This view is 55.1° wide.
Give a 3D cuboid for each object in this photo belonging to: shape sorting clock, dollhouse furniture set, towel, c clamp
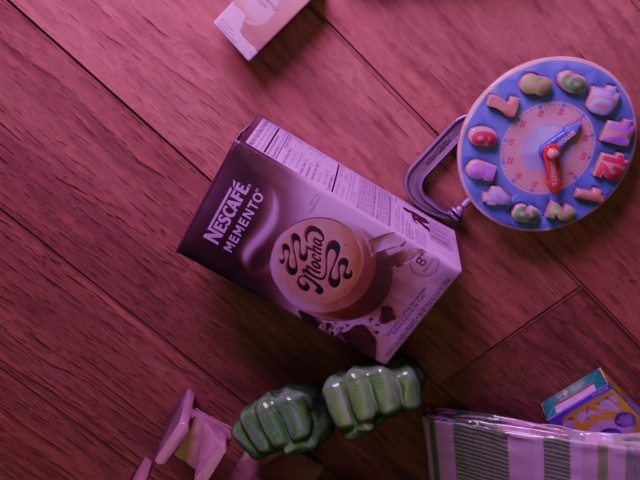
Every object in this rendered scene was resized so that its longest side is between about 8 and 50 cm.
[{"bbox_3d":[0.260,-0.105,0.704,0.206,0.040,0.206,-2,115,-5],"label":"shape sorting clock"},{"bbox_3d":[-0.156,0.476,0.995,0.362,0.256,0.394,33,94,-10],"label":"dollhouse furniture set"},{"bbox_3d":[0.319,0.360,0.902,0.324,0.038,0.248,1,116,21],"label":"towel"},{"bbox_3d":[0.189,-0.081,0.750,0.137,0.022,0.160,43,113,-14],"label":"c clamp"}]

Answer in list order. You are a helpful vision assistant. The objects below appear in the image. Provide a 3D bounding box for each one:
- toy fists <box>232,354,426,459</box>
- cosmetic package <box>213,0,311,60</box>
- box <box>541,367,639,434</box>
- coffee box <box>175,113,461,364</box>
[{"bbox_3d":[0.012,0.229,0.841,0.279,0.142,0.096,-20,74,17],"label":"toy fists"},{"bbox_3d":[-0.056,-0.262,0.681,0.115,0.041,0.060,-40,105,22],"label":"cosmetic package"},{"bbox_3d":[0.418,0.276,0.885,0.179,0.043,0.105,42,114,-15],"label":"box"},{"bbox_3d":[0.000,0.000,0.758,0.297,0.119,0.168,29,116,-8],"label":"coffee box"}]
